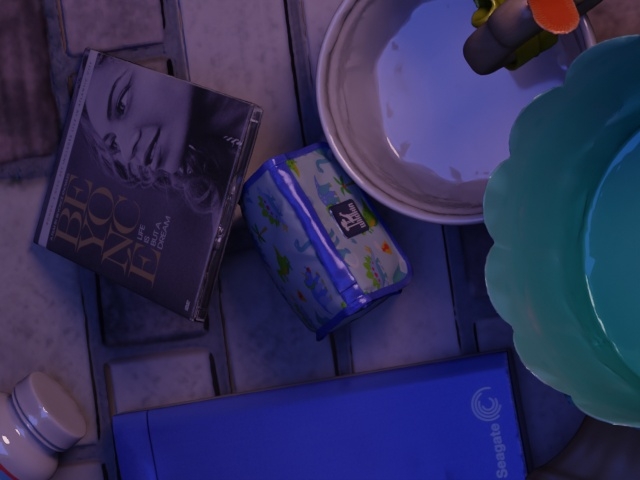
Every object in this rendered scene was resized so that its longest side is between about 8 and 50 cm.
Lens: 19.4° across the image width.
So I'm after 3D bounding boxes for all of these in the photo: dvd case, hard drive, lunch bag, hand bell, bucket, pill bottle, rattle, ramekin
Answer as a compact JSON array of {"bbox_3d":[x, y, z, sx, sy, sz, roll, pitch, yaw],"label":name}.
[{"bbox_3d":[-0.137,-0.047,1.426,0.221,0.018,0.164,22,99,47],"label":"dvd case"},{"bbox_3d":[0.009,0.213,1.457,0.319,0.040,0.210,-10,90,13],"label":"hard drive"},{"bbox_3d":[0.000,0.000,1.390,0.096,0.151,0.129,-32,84,1],"label":"lunch bag"},{"bbox_3d":[0.248,0.083,1.380,0.126,0.126,0.242,18,85,11],"label":"hand bell"},{"bbox_3d":[0.262,-0.002,1.234,0.281,0.183,0.281,-3,83,25],"label":"bucket"},{"bbox_3d":[-0.267,0.177,1.492,0.160,0.087,0.087,-39,84,11],"label":"pill bottle"},{"bbox_3d":[0.127,-0.189,1.220,0.130,0.200,0.142,-18,88,12],"label":"rattle"},{"bbox_3d":[0.108,-0.115,1.387,0.207,0.109,0.207,1,93,13],"label":"ramekin"}]
